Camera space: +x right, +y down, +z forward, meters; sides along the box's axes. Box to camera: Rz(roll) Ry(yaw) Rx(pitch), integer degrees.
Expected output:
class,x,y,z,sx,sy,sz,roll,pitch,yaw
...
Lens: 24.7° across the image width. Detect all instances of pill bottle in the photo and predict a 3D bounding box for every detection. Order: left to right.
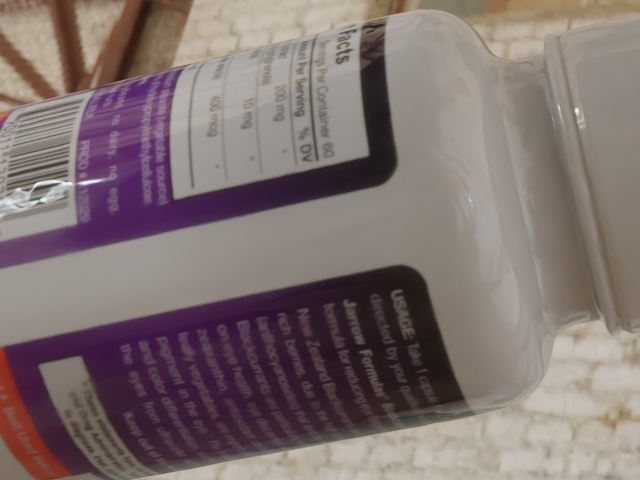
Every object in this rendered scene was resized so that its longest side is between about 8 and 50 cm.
class,x,y,z,sx,sy,sz,roll,pitch,yaw
pill bottle,0.000,0.000,0.389,0.194,0.108,0.108,-12,-34,12
